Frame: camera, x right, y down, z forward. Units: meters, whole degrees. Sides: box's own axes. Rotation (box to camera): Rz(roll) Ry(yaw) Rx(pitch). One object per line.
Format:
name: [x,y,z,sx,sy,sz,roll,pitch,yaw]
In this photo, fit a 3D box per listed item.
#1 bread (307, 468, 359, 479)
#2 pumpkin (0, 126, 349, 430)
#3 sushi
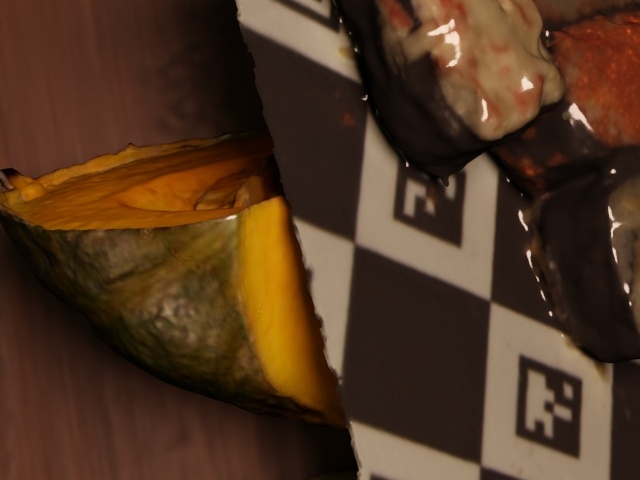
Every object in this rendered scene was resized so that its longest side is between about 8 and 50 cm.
bread: [0.025,0.198,0.580,0.178,0.135,0.240,16,41,28]
pumpkin: [0.003,0.003,0.631,0.278,0.163,0.111,-20,111,-41]
sushi: [0.116,-0.022,0.567,0.294,0.059,0.292,-8,79,-41]
